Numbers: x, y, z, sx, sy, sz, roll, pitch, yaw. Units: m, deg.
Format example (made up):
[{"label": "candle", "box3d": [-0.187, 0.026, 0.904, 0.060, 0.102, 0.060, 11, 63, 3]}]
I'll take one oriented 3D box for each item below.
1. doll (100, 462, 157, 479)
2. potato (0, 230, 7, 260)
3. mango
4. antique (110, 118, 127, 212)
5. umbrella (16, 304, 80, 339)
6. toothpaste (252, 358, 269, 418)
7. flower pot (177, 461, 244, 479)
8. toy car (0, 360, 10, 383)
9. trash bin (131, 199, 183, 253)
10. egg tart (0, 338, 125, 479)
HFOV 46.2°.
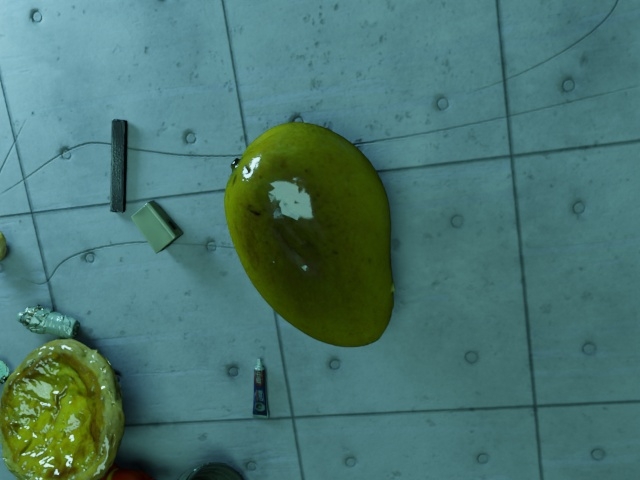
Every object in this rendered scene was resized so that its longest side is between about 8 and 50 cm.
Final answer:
[{"label": "doll", "box3d": [-0.511, 0.573, 1.654, 0.362, 0.160, 0.183, -15, 97, 14]}, {"label": "potato", "box3d": [-0.706, 0.011, 1.607, 0.068, 0.062, 0.083, 24, 140, -23]}, {"label": "mango", "box3d": [0.000, 0.000, 1.388, 0.301, 0.220, 0.445, -26, 107, 10]}, {"label": "antique", "box3d": [-0.412, -0.150, 1.531, 0.031, 0.015, 0.192, 8, 106, 8]}, {"label": "umbrella", "box3d": [-0.593, 0.178, 1.630, 0.143, 0.062, 0.067, 10, 136, 8]}, {"label": "toothpaste", "box3d": [-0.128, 0.315, 1.586, 0.037, 0.021, 0.140, 4, 107, 12]}, {"label": "flower pot", "box3d": [-0.263, 0.596, 1.599, 0.140, 0.235, 0.236, -21, 99, 37]}, {"label": "toy car", "box3d": [-0.755, 0.316, 1.706, 0.122, 0.035, 0.059, -40, 93, 9]}, {"label": "trash bin", "box3d": [-0.337, -0.028, 1.531, 0.061, 0.043, 0.092, -38, 92, 18]}, {"label": "egg tart", "box3d": [-0.539, 0.378, 1.599, 0.341, 0.129, 0.341, -3, 79, 18]}]
